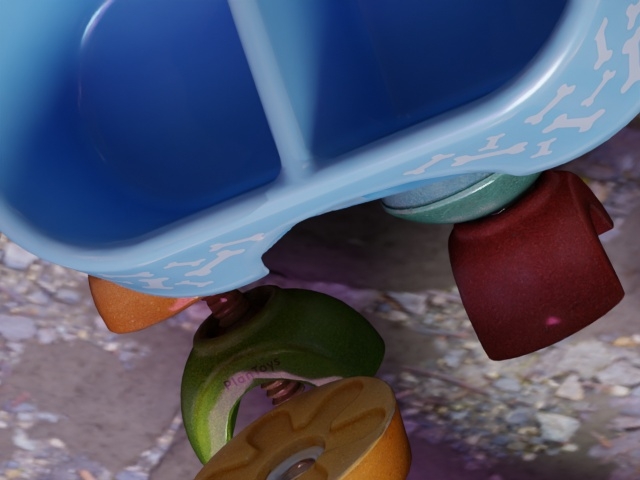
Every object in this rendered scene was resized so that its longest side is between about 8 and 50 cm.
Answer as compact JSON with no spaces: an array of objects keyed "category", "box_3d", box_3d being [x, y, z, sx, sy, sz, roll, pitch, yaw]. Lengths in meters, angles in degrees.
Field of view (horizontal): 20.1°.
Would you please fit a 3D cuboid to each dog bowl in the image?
[{"category":"dog bowl","box_3d":[-0.013,-0.081,0.654,0.297,0.166,0.074,-21,174,23]}]

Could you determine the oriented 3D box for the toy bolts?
[{"category":"toy bolts","box_3d":[0.000,0.000,0.747,0.228,0.218,0.158,-29,108,11]}]
